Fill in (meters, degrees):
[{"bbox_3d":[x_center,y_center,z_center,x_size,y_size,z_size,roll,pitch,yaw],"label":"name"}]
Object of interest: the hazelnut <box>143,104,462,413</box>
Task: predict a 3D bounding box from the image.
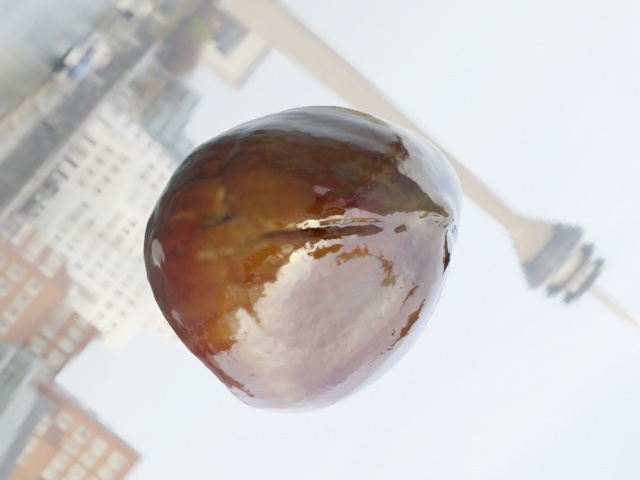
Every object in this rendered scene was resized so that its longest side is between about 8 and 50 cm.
[{"bbox_3d":[0.000,0.000,1.078,0.229,0.229,0.229,-49,-171,10],"label":"hazelnut"}]
